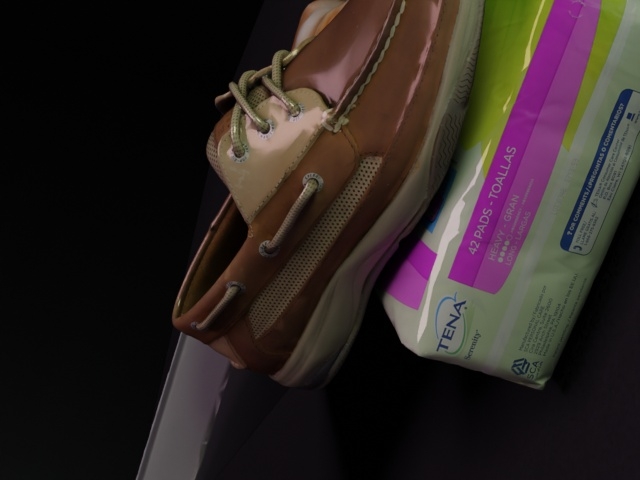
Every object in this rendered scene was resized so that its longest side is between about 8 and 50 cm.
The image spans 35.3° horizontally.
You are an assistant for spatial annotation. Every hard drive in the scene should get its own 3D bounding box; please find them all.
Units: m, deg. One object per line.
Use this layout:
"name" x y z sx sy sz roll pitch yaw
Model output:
"hard drive" -0.039 0.063 0.876 0.353 0.047 0.233 -43 -26 -66

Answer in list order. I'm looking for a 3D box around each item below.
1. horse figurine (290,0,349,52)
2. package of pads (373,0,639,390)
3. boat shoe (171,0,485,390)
"horse figurine" 0.007 -0.117 0.744 0.263 0.066 0.174 -99 25 -76
"package of pads" 0.101 -0.073 0.640 0.296 0.101 0.229 -118 45 -72
"boat shoe" -0.005 -0.047 0.564 0.123 0.117 0.324 -95 23 -58
